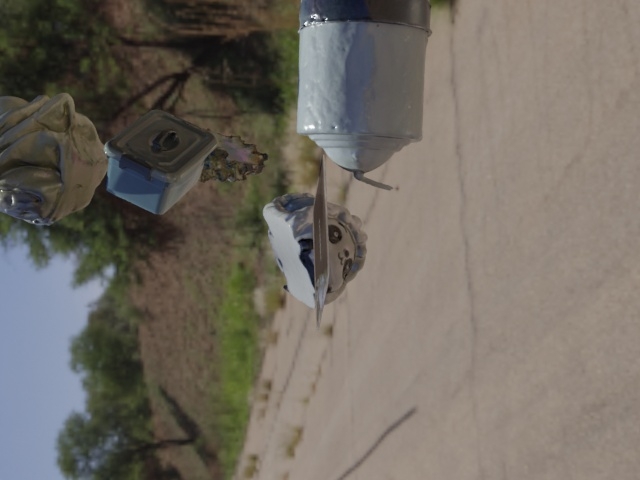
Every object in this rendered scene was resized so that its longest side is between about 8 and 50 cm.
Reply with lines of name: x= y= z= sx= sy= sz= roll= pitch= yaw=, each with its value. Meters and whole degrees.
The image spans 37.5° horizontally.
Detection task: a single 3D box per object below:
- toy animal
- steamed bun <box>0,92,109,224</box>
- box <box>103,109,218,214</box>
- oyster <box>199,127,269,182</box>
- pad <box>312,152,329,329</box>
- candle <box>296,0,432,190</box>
toy animal: x=-0.003 y=0.005 z=1.811 sx=0.204 sy=0.156 sz=0.208 roll=21 pitch=135 yaw=55
steamed bun: x=-0.595 y=-0.150 z=1.935 sx=0.280 sy=0.268 sz=0.207 roll=63 pitch=-156 yaw=-49
box: x=-0.320 y=-0.160 z=1.875 sx=0.227 sy=0.162 sz=0.130 roll=-55 pitch=-12 yaw=-57
oyster: x=-0.246 y=-0.196 z=2.198 sx=0.260 sy=0.198 sz=0.092 roll=-21 pitch=-44 yaw=-61
pad: x=0.000 y=0.000 z=1.560 sx=0.176 sy=0.002 sz=0.266 roll=101 pitch=169 yaw=-52
candle: x=0.068 y=-0.258 z=1.539 sx=0.221 sy=0.221 sz=0.342 roll=-170 pitch=83 yaw=-83
